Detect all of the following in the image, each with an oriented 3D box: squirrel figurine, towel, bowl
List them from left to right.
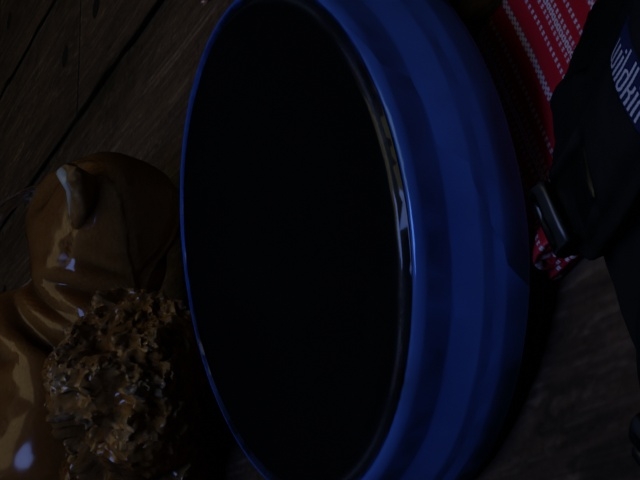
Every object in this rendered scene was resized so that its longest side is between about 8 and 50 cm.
[{"bbox_3d":[-0.211,0.111,1.287,0.397,0.281,0.370,30,100,49],"label":"squirrel figurine"},{"bbox_3d":[0.000,0.000,0.915,0.391,0.077,0.391,19,112,60],"label":"bowl"},{"bbox_3d":[0.169,-0.134,0.738,0.275,0.031,0.198,122,146,-43],"label":"towel"}]

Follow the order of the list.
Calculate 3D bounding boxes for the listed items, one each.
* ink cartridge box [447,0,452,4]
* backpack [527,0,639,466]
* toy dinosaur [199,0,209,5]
[{"bbox_3d":[0.030,-0.210,1.016,0.209,0.062,0.109,-113,38,-48],"label":"ink cartridge box"},{"bbox_3d":[0.222,-0.087,0.380,0.355,0.273,0.290,86,173,-48],"label":"backpack"},{"bbox_3d":[-0.042,-0.351,1.084,0.218,0.164,0.322,54,-152,-63],"label":"toy dinosaur"}]
